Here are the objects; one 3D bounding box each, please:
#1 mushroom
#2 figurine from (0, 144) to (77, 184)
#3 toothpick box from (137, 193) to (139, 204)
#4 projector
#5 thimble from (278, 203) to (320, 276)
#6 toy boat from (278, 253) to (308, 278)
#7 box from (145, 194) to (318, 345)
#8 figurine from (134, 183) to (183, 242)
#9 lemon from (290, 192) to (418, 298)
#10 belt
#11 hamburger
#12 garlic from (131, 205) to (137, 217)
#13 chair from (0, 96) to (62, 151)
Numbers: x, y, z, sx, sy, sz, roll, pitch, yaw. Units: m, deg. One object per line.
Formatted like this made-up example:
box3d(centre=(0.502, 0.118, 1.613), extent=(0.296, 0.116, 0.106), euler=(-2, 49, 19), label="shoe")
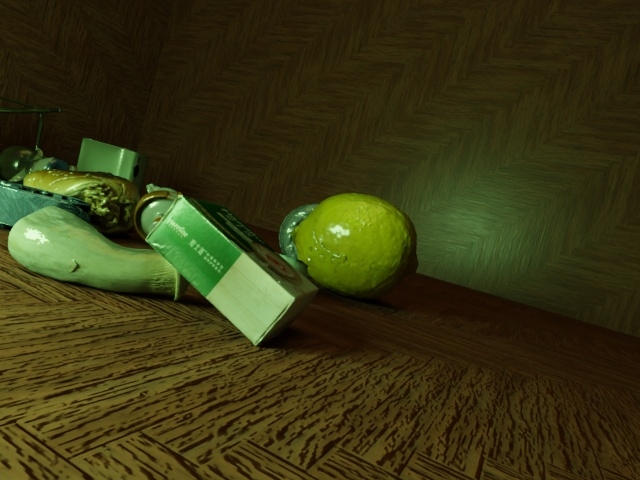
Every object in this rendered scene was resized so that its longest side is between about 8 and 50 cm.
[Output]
box3d(centre=(-0.285, 0.025, 0.602), extent=(0.224, 0.081, 0.092), euler=(17, 22, -7), label="mushroom")
box3d(centre=(-0.989, -0.236, 1.541), extent=(0.276, 0.161, 0.158), euler=(17, -38, 5), label="figurine")
box3d(centre=(-0.748, -0.160, 1.650), extent=(0.149, 0.098, 0.098), euler=(15, 2, 29), label="toothpick box")
box3d(centre=(-0.969, -0.316, 2.101), extent=(0.249, 0.248, 0.248), euler=(15, 4, -2), label="projector")
box3d(centre=(0.000, 0.000, 1.296), extent=(0.237, 0.204, 0.172), euler=(14, 2, -11), label="thimble")
box3d(centre=(-0.099, 0.071, 0.909), extent=(0.134, 0.078, 0.208), euler=(22, -11, -22), label="toy boat")
box3d(centre=(-0.109, 0.035, 0.600), extent=(0.199, 0.081, 0.135), euler=(43, 7, 9), label="box")
box3d(centre=(-0.373, -0.073, 1.103), extent=(0.144, 0.143, 0.271), euler=(14, 31, -10), label="figurine")
box3d(centre=(0.082, 0.008, 1.073), extent=(0.311, 0.253, 0.253), euler=(14, 3, 7), label="lemon")
box3d(centre=(-0.540, -0.058, 0.856), extent=(0.191, 0.082, 0.141), euler=(15, 3, -26), label="belt")
box3d(centre=(-0.551, -0.095, 1.048), extent=(0.243, 0.146, 0.286), euler=(5, 8, -31), label="hamburger")
box3d(centre=(-0.525, -0.068, 1.213), extent=(0.113, 0.094, 0.074), euler=(17, -29, 36), label="garlic")
box3d(centre=(-1.440, -0.474, 1.970), extent=(0.365, 0.361, 0.410), euler=(15, 8, -7), label="chair")
